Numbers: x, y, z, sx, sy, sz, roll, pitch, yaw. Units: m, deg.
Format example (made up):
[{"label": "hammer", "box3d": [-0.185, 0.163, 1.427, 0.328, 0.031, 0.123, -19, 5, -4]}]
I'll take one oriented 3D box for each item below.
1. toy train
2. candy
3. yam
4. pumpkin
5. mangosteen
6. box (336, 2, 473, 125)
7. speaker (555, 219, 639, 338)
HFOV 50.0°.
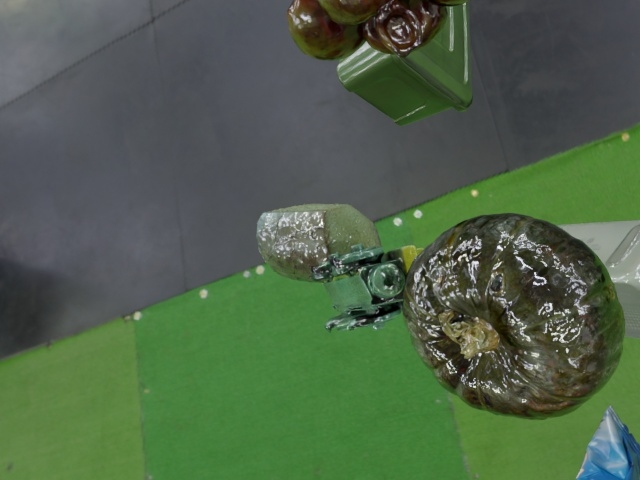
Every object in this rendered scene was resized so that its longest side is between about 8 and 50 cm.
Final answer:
[{"label": "toy train", "box3d": [0.124, 0.076, 1.238, 0.237, 0.369, 0.150, -12, 87, -12]}, {"label": "candy", "box3d": [0.252, 0.205, 0.575, 0.038, 0.136, 0.088, -34, 90, 41]}, {"label": "yam", "box3d": [-0.001, 0.005, 1.615, 0.271, 0.202, 0.201, -9, 93, 52]}, {"label": "pumpkin", "box3d": [0.190, 0.079, 0.701, 0.224, 0.157, 0.223, 18, 120, 34]}, {"label": "mangosteen", "box3d": [0.066, -0.361, 0.781, 0.307, 0.307, 0.346, -8, 83, 28]}, {"label": "box", "box3d": [0.162, -0.400, 1.334, 0.178, 0.253, 0.328, -22, 53, 44]}, {"label": "speaker", "box3d": [0.585, 0.081, 1.447, 0.184, 0.183, 0.406, -41, 16, -22]}]
